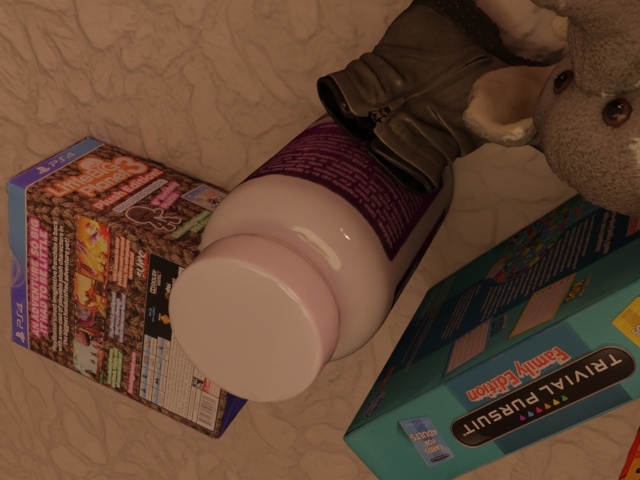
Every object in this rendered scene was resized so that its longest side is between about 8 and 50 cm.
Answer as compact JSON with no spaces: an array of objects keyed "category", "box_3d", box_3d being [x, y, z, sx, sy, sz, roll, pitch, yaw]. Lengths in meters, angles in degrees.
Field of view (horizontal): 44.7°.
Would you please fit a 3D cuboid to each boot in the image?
[{"category":"boot","box_3d":[0.127,-0.089,0.650,0.246,0.161,0.083,39,160,7]}]

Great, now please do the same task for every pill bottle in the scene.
[{"category":"pill bottle","box_3d":[0.000,0.000,0.679,0.169,0.301,0.169,11,121,20]}]

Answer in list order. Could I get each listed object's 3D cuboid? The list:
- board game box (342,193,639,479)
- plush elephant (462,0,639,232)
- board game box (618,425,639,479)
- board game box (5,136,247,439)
[{"category":"board game box","box_3d":[0.198,0.052,0.643,0.079,0.254,0.336,49,126,-5]},{"category":"plush elephant","box_3d":[0.203,-0.130,0.429,0.272,0.255,0.330,35,165,48]},{"category":"board game box","box_3d":[0.468,0.158,0.470,0.356,0.356,0.356,-23,105,47]},{"category":"board game box","box_3d":[-0.196,0.050,0.899,0.291,0.141,0.232,22,124,13]}]
